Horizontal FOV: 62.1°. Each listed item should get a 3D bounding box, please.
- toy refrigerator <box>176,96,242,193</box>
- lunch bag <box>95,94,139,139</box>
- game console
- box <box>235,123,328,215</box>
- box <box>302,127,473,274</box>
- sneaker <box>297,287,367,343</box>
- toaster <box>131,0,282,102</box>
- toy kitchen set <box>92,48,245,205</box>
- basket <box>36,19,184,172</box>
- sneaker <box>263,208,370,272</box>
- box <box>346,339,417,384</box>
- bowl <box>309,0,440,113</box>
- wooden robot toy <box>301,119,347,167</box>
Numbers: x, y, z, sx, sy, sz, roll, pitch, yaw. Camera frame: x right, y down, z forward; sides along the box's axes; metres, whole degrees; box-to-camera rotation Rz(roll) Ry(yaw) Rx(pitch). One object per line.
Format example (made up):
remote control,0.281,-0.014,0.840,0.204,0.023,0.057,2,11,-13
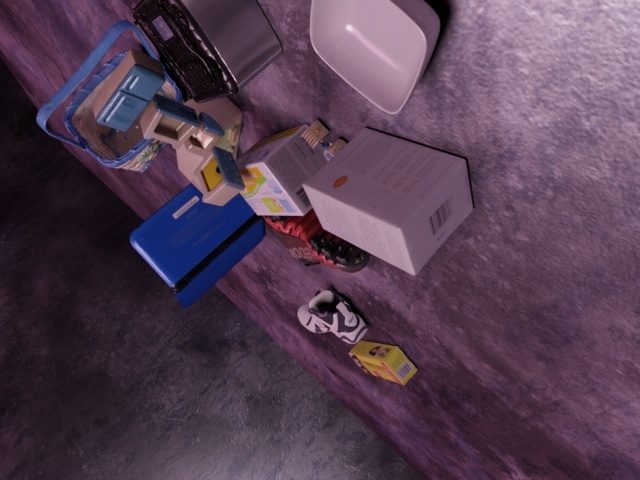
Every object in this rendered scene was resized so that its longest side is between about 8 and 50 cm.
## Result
toy refrigerator,-0.233,-0.198,1.107,0.094,0.102,0.269,45,160,3
lunch bag,-0.537,-0.354,1.425,0.129,0.096,0.151,48,170,-5
game console,-0.291,-0.007,1.318,0.250,0.293,0.173,52,160,-16
box,-0.072,-0.117,0.936,0.114,0.103,0.203,52,160,-20
box,0.087,-0.057,0.693,0.170,0.130,0.091,29,156,40
sneaker,0.002,0.175,1.390,0.235,0.094,0.153,20,147,51
toaster,-0.162,-0.295,0.753,0.168,0.110,0.186,54,160,-26
toy kitchen set,-0.220,-0.166,0.837,0.207,0.122,0.166,13,-136,-48
basket,-0.405,-0.280,1.088,0.201,0.254,0.289,41,179,17
sneaker,0.000,0.000,1.035,0.276,0.098,0.135,31,156,41
box,0.158,0.319,1.411,0.087,0.058,0.232,50,160,-10
bowl,0.057,-0.217,0.549,0.142,0.053,0.142,42,160,9
wooden robot toy,0.024,-0.096,0.821,0.173,0.079,0.076,52,160,-20
